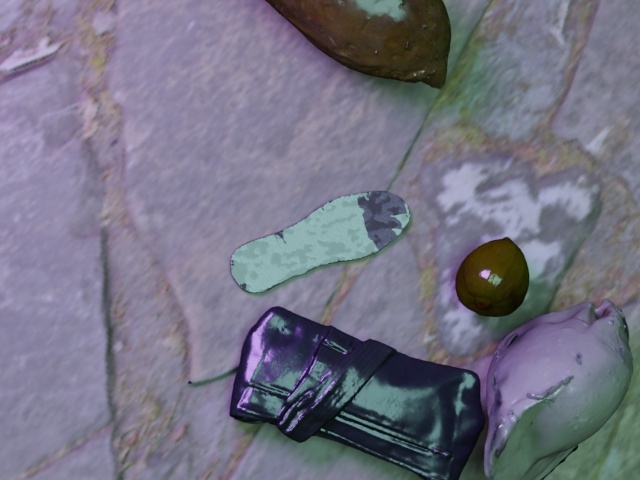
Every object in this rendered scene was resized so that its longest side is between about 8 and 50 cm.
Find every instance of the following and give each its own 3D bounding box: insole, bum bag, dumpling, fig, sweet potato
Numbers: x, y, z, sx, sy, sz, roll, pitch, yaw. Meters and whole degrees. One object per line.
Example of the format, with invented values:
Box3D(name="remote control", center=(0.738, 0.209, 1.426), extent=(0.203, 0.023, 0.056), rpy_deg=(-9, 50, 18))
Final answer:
Box3D(name="insole", center=(0.000, 0.000, 1.945), extent=(0.193, 0.006, 0.065), rpy_deg=(-23, 93, -15))
Box3D(name="bum bag", center=(0.037, 0.153, 1.920), extent=(0.248, 0.060, 0.123), rpy_deg=(21, 81, -11))
Box3D(name="dumpling", center=(0.227, 0.163, 1.937), extent=(0.247, 0.142, 0.172), rpy_deg=(-36, 133, -37))
Box3D(name="fig", center=(0.174, 0.033, 1.960), extent=(0.074, 0.074, 0.088), rpy_deg=(37, 52, -10))
Box3D(name="sweet potato", center=(-0.043, -0.286, 1.897), extent=(0.422, 0.130, 0.130), rpy_deg=(32, 79, -4))
